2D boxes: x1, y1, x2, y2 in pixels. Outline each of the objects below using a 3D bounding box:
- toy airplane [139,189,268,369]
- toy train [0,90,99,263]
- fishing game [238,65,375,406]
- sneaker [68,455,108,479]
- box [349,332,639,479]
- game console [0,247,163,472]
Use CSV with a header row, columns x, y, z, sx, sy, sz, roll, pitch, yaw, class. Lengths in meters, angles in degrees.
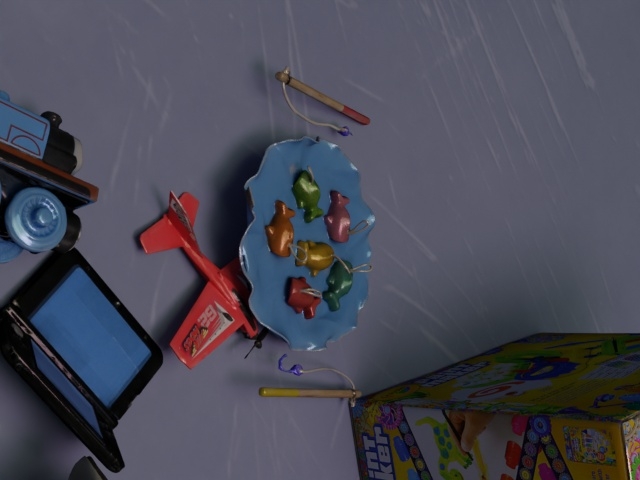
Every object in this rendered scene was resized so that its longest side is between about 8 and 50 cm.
x,y,z,sx,sy,sz,roll,pitch,yaw,class
-0.086,0.027,0.824,0.151,0.028,0.151,11,75,-46,toy airplane
-0.226,-0.055,0.673,0.184,0.080,0.105,25,65,-38,toy train
0.000,0.000,0.875,0.189,0.041,0.264,20,72,-53,fishing game
-0.128,0.309,0.727,0.146,0.122,0.330,-38,114,-17,sneaker
0.233,0.192,0.930,0.290,0.279,0.176,-12,95,-41,box
-0.157,0.079,0.732,0.071,0.107,0.122,-38,115,-6,game console
